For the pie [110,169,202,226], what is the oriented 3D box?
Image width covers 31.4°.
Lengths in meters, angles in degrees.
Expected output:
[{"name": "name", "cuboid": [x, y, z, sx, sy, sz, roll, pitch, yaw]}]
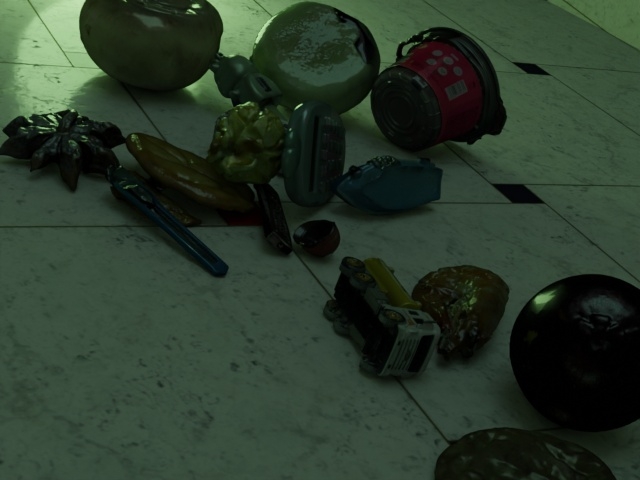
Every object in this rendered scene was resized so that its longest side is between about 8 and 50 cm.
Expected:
[{"name": "pie", "cuboid": [-0.283, -0.066, 1.873, 0.170, 0.034, 0.092, 36, 31, 24]}]

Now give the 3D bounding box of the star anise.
[{"name": "star anise", "cuboid": [-0.445, -0.176, 1.947, 0.230, 0.081, 0.262, -11, 38, -25]}]

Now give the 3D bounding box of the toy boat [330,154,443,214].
[{"name": "toy boat", "cuboid": [0.117, -0.104, 2.097, 0.238, 0.109, 0.098, -7, 14, -43]}]

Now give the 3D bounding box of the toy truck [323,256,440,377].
[{"name": "toy truck", "cuboid": [0.092, 0.106, 1.670, 0.114, 0.098, 0.227, 8, 25, -28]}]

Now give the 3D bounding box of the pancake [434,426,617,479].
[{"name": "pancake", "cuboid": [0.255, 0.311, 1.419, 0.242, 0.050, 0.242, 6, 22, -2]}]

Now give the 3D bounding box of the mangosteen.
[{"name": "mangosteen", "cuboid": [0.383, 0.165, 1.619, 0.228, 0.228, 0.265, 24, -13, 16]}]

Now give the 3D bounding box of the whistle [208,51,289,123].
[{"name": "whistle", "cuboid": [-0.138, -0.289, 2.294, 0.244, 0.092, 0.110, 50, 35, 12]}]

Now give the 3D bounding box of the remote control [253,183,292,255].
[{"name": "remote control", "cuboid": [-0.081, -0.043, 1.923, 0.059, 0.028, 0.212, 47, 13, -27]}]

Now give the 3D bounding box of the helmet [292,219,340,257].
[{"name": "helmet", "cuboid": [0.000, 0.001, 1.877, 0.084, 0.049, 0.065, 8, 51, 47]}]

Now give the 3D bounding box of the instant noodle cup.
[{"name": "instant noodle cup", "cuboid": [0.223, -0.300, 2.394, 0.302, 0.258, 0.181, 31, 44, 31]}]

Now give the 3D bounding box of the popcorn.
[{"name": "popcorn", "cuboid": [-0.119, -0.159, 1.938, 0.135, 0.141, 0.162, 44, 0, -22]}]

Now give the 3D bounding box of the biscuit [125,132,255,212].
[{"name": "biscuit", "cuboid": [-0.225, -0.118, 1.954, 0.260, 0.041, 0.203, 32, 22, 14]}]

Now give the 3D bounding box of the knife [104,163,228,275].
[{"name": "knife", "cuboid": [-0.246, -0.037, 1.804, 0.296, 0.026, 0.044, 39, 34, 24]}]

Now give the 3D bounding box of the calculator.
[{"name": "calculator", "cuboid": [-0.013, -0.151, 1.993, 0.041, 0.185, 0.299, 6, 6, 19]}]

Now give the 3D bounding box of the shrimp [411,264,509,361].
[{"name": "shrimp", "cuboid": [0.212, 0.109, 1.779, 0.154, 0.062, 0.294, 7, 22, 11]}]

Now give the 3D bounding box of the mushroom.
[{"name": "mushroom", "cuboid": [-0.331, -0.482, 2.321, 0.314, 0.336, 0.314, 16, 18, -5]}]

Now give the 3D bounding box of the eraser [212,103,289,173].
[{"name": "eraser", "cuboid": [-0.086, -0.184, 2.169, 0.210, 0.068, 0.124, 25, 25, 17]}]

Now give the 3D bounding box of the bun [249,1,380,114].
[{"name": "bun", "cuboid": [-0.012, -0.367, 2.453, 0.283, 0.179, 0.283, 3, 56, -4]}]
